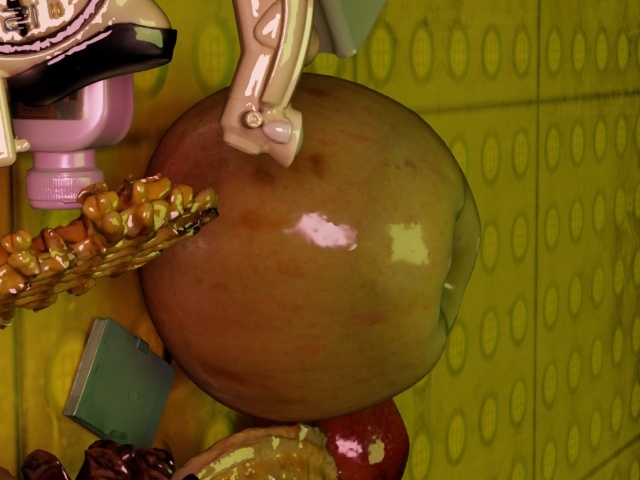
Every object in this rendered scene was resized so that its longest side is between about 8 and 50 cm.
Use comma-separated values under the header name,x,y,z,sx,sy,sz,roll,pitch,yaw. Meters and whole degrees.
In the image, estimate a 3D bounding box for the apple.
name,x,y,z,sx,sy,sz,roll,pitch,yaw
apple,0.000,0.000,1.559,0.338,0.305,0.338,1,90,-64

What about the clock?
name,x,y,z,sx,sy,sz,roll,pitch,yaw
clock,-0.131,-0.182,1.238,0.120,0.379,0.276,-154,-122,-82

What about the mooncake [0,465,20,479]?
name,x,y,z,sx,sy,sz,roll,pitch,yaw
mooncake,-0.302,0.356,1.083,0.394,0.393,0.246,-32,132,-10

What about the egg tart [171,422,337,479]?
name,x,y,z,sx,sy,sz,roll,pitch,yaw
egg tart,-0.069,0.342,1.569,0.341,0.132,0.341,-27,128,-40

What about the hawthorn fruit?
name,x,y,z,sx,sy,sz,roll,pitch,yaw
hawthorn fruit,0.007,0.212,1.770,0.173,0.179,0.173,-20,134,-22

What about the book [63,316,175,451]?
name,x,y,z,sx,sy,sz,roll,pitch,yaw
book,-0.184,0.137,1.526,0.135,0.017,0.103,47,54,-55

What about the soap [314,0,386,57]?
name,x,y,z,sx,sy,sz,roll,pitch,yaw
soap,-0.008,-0.343,1.750,0.160,0.088,0.265,-63,145,-40

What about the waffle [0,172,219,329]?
name,x,y,z,sx,sy,sz,roll,pitch,yaw
waffle,-0.203,0.018,1.258,0.051,0.232,0.229,62,28,4

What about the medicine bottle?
name,x,y,z,sx,sy,sz,roll,pitch,yaw
medicine bottle,-0.209,-0.136,1.333,0.078,0.115,0.219,-14,105,-64

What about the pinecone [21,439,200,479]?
name,x,y,z,sx,sy,sz,roll,pitch,yaw
pinecone,-0.174,0.251,1.357,0.208,0.208,0.207,-12,104,-63
